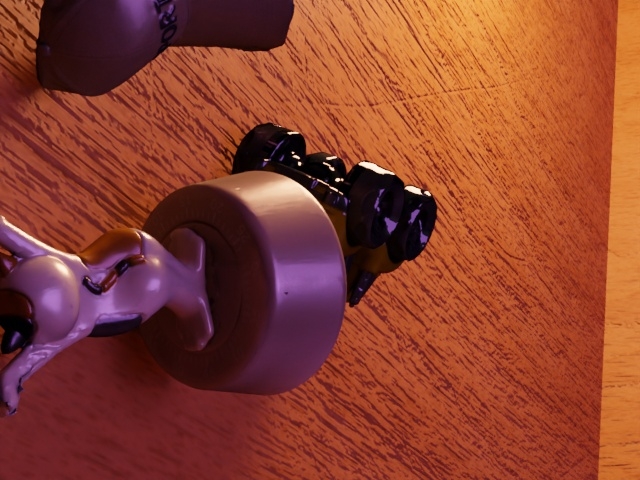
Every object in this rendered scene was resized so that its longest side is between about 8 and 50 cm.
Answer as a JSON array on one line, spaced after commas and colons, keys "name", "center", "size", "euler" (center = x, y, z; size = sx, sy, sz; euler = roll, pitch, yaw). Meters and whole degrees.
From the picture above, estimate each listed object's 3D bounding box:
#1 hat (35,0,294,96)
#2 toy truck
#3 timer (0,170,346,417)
[{"name": "hat", "center": [-0.106, -0.150, 0.932], "size": [0.147, 0.175, 0.085], "euler": [107, -16, -52]}, {"name": "toy truck", "center": [0.000, 0.000, 1.241], "size": [0.224, 0.147, 0.165], "euler": [19, 93, -66]}, {"name": "timer", "center": [-0.129, 0.035, 0.959], "size": [0.266, 0.175, 0.175], "euler": [-1, 88, -49]}]
